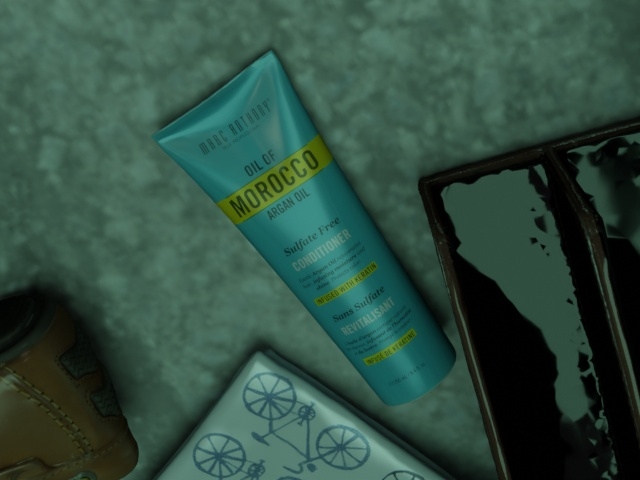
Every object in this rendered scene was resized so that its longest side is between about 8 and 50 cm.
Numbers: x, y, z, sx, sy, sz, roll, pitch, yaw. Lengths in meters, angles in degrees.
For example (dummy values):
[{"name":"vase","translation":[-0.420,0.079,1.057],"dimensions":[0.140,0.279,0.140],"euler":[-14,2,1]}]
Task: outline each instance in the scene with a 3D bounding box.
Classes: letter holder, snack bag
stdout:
[{"name":"letter holder","translation":[0.163,0.113,0.623],"dimensions":[0.152,0.214,0.302],"euler":[-15,105,7]},{"name":"snack bag","translation":[-0.014,0.271,0.818],"dimensions":[0.323,0.037,0.342],"euler":[37,111,-13]}]

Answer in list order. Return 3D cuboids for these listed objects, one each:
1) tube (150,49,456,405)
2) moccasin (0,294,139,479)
[{"name":"tube","translation":[0.000,0.000,0.689],"dimensions":[0.080,0.052,0.207],"euler":[-35,108,5]},{"name":"moccasin","translation":[-0.290,0.164,0.721],"dimensions":[0.380,0.139,0.147],"euler":[-25,110,-1]}]
